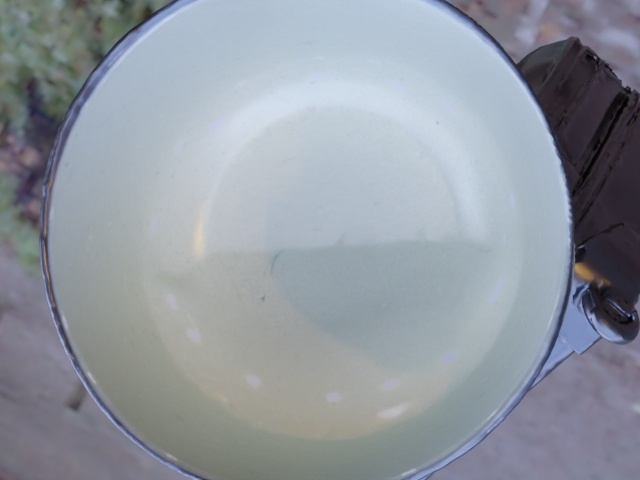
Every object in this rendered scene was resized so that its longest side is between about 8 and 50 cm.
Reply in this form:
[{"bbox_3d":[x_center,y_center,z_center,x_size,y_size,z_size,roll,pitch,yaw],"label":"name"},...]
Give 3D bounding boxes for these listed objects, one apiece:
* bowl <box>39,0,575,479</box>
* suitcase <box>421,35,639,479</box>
[{"bbox_3d":[0.000,0.000,0.798,0.237,0.238,0.126,25,-179,9],"label":"bowl"},{"bbox_3d":[0.113,0.030,1.328,0.188,0.339,0.345,42,123,0],"label":"suitcase"}]
